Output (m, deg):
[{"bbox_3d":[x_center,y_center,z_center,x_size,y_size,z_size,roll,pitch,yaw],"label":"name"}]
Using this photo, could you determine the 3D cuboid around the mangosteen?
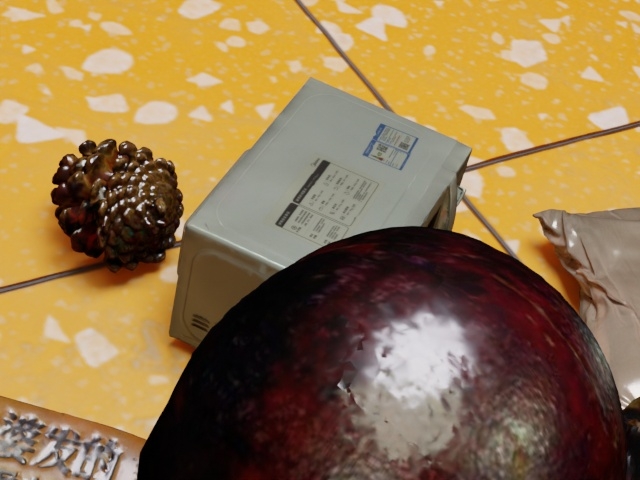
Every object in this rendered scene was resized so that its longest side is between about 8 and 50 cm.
[{"bbox_3d":[0.050,0.146,0.766,0.300,0.300,0.300,7,44,-7],"label":"mangosteen"}]

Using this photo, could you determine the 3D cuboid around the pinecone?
[{"bbox_3d":[-0.153,-0.033,1.046,0.102,0.102,0.109,-11,38,-23],"label":"pinecone"}]

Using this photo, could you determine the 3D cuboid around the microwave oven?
[{"bbox_3d":[0.000,0.000,1.025,0.162,0.122,0.208,24,44,12],"label":"microwave oven"}]

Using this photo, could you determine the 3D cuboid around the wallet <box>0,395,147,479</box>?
[{"bbox_3d":[-0.194,0.169,0.859,0.196,0.042,0.161,16,44,2],"label":"wallet"}]

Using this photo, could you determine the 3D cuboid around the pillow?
[{"bbox_3d":[0.261,0.053,1.066,0.173,0.067,0.270,4,38,-10],"label":"pillow"}]
